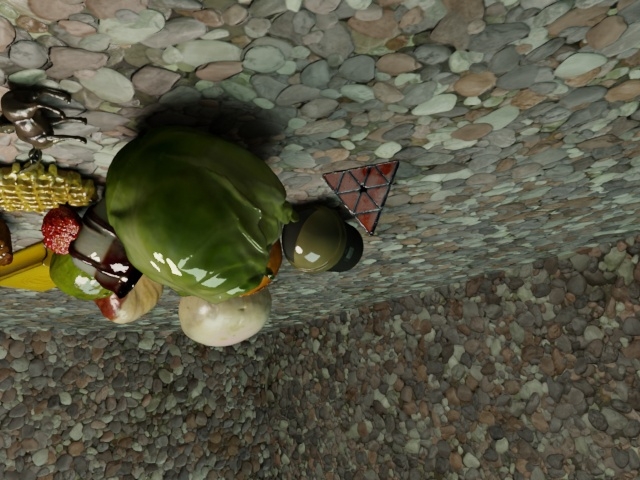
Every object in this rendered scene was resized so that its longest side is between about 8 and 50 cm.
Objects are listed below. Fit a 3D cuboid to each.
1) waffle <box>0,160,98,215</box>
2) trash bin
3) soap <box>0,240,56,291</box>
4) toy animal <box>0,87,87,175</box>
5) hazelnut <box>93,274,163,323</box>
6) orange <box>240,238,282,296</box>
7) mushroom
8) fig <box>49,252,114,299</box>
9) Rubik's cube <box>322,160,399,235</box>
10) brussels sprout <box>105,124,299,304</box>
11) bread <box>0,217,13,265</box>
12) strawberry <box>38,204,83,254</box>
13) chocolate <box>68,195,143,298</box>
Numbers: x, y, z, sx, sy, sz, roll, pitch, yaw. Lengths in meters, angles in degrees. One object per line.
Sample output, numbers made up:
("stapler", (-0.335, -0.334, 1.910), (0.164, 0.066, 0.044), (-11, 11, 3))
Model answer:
("waffle", (-0.694, -0.120, 1.324), (0.253, 0.056, 0.249), (-19, 158, 32))
("trash bin", (0.000, 0.000, 1.698), (0.214, 0.214, 0.333), (-13, 170, 22))
("soap", (-0.952, 0.093, 1.871), (0.324, 0.096, 0.204), (-16, 160, 32))
("toy animal", (-0.547, -0.213, 1.032), (0.185, 0.094, 0.214), (-9, 156, -4))
("hazelnut", (-0.686, 0.157, 1.911), (0.261, 0.261, 0.241), (1, 137, -21))
("orange", (-0.258, 0.037, 1.644), (0.283, 0.226, 0.284), (-4, 133, -5))
("mushroom", (-0.360, 0.229, 2.047), (0.352, 0.354, 0.325), (-3, 174, -8))
("fig", (-0.668, 0.061, 1.634), (0.314, 0.233, 0.233), (-11, 163, 38))
("Rubik's cube", (0.154, -0.150, 1.505), (0.190, 0.211, 0.178), (-36, 178, 14))
("brussels sprout", (-0.271, -0.077, 1.152), (0.361, 0.342, 0.425), (47, 173, -24))
("bread", (-0.986, 0.004, 1.499), (0.246, 0.135, 0.232), (-20, 158, 40))
("strawberry", (-0.700, -0.036, 1.488), (0.148, 0.131, 0.131), (-34, 153, 22))
("chocolate", (-0.537, -0.006, 1.404), (0.186, 0.284, 0.283), (29, 148, -25))
